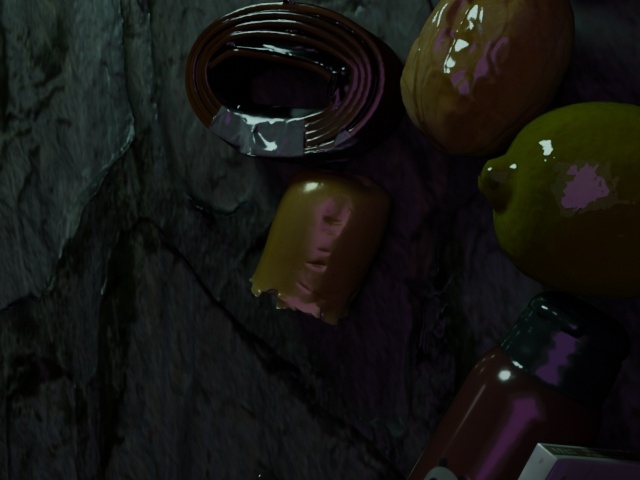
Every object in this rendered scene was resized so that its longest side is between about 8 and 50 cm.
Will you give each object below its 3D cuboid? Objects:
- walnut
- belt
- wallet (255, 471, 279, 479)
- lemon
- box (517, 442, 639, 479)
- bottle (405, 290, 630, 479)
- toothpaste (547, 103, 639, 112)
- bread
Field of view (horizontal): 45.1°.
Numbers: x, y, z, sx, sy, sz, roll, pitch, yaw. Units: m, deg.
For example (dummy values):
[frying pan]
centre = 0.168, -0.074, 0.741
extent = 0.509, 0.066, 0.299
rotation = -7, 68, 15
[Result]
[walnut]
centre = 0.171, -0.184, 0.781
extent = 0.159, 0.159, 0.207
rotation = 26, 93, 24
[belt]
centre = -0.033, -0.180, 0.905
extent = 0.261, 0.105, 0.184
rotation = 18, 98, 24
[wallet]
centre = 0.009, 0.427, 0.896
extent = 0.309, 0.042, 0.165
rotation = 32, 100, 21
[lemon]
centre = 0.270, -0.035, 0.716
extent = 0.248, 0.184, 0.184
rotation = 12, 93, 8
[box]
centre = 0.237, 0.244, 0.714
extent = 0.029, 0.198, 0.109
rotation = 36, 104, 48
[bottle]
centre = 0.184, 0.210, 0.765
extent = 0.144, 0.144, 0.336
rotation = 32, 101, 23
[toothpaste]
centre = 0.315, -0.121, 0.779
extent = 0.204, 0.031, 0.049
rotation = -2, 84, 27
[bread]
centre = -0.001, 0.000, 0.892
extent = 0.134, 0.085, 0.173
rotation = 21, 97, 24
